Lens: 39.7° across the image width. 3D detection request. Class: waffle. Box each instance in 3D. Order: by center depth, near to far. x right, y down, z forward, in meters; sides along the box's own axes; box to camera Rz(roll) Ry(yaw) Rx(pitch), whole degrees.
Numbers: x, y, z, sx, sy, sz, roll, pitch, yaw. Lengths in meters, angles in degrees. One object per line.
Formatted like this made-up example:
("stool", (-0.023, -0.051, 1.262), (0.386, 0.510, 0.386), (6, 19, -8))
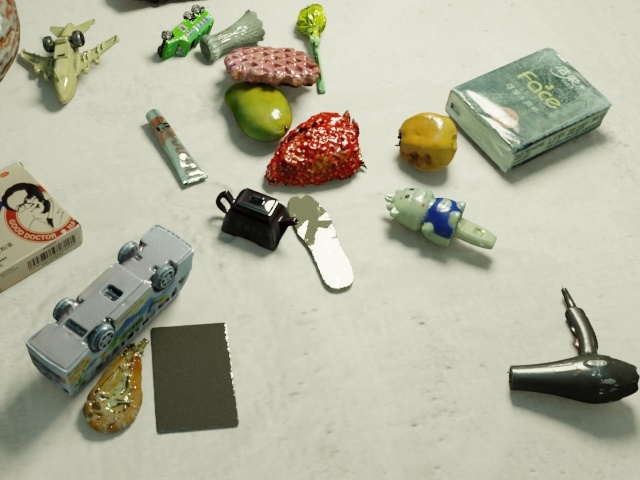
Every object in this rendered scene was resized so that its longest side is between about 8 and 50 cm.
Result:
("waffle", (-0.108, -0.398, 2.006), (0.221, 0.055, 0.234), (5, 24, -3))

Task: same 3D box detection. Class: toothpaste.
("toothpaste", (-0.311, -0.198, 1.882), (0.056, 0.036, 0.205), (-23, 63, -26))

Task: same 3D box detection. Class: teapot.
("teapot", (-0.127, -0.056, 1.759), (0.177, 0.096, 0.087), (21, 53, 9))

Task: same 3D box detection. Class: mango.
("mango", (-0.131, -0.290, 1.942), (0.122, 0.085, 0.191), (-24, 55, -8))

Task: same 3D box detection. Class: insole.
("insole", (0.000, 0.000, 1.788), (0.081, 0.011, 0.248), (-14, 55, -17))

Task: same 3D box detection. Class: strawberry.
("strawberry", (-0.021, -0.204, 1.887), (0.228, 0.098, 0.174), (-13, 55, -18))

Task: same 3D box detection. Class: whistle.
("whistle", (0.243, -0.045, 1.808), (0.244, 0.092, 0.110), (24, 42, 12))

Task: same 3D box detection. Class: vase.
("vase", (-0.212, -0.478, 2.088), (0.148, 0.081, 0.081), (-32, 63, -24))

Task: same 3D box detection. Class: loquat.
("loquat", (0.231, -0.216, 1.922), (0.137, 0.137, 0.113), (29, 19, 14))

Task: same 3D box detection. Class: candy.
("candy", (-0.011, -0.458, 2.113), (0.073, 0.077, 0.262), (7, 58, -23))

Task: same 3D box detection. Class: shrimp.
("shrimp", (-0.343, 0.248, 1.531), (0.091, 0.043, 0.184), (19, 58, -3))

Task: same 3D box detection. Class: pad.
("pad", (-0.225, 0.239, 1.575), (0.142, 0.003, 0.211), (-3, 53, -11))

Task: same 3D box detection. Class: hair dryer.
("hair dryer", (0.464, 0.194, 1.688), (0.235, 0.091, 0.272), (1, 40, 5))

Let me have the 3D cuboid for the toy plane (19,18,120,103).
("toy plane", (-0.564, -0.404, 1.969), (0.229, 0.092, 0.244), (-8, 50, 5))

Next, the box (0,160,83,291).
("box", (-0.653, 0.010, 1.652), (0.353, 0.069, 0.214), (-35, 64, -31))

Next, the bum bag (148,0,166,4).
("bum bag", (-0.386, -0.632, 2.188), (0.248, 0.060, 0.123), (-16, 57, -21))

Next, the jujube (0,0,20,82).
("jujube", (-0.769, -0.441, 1.885), (0.246, 0.215, 0.308), (-6, 55, -12))

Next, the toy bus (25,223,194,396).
("toy bus", (-0.359, 0.121, 1.562), (0.109, 0.136, 0.330), (31, 55, 18))

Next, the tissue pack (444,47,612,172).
("tissue pack", (0.474, -0.304, 2.035), (0.315, 0.103, 0.228), (-26, 62, -24))

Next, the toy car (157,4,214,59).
("toy car", (-0.316, -0.481, 2.078), (0.062, 0.071, 0.165), (37, 55, 2))
